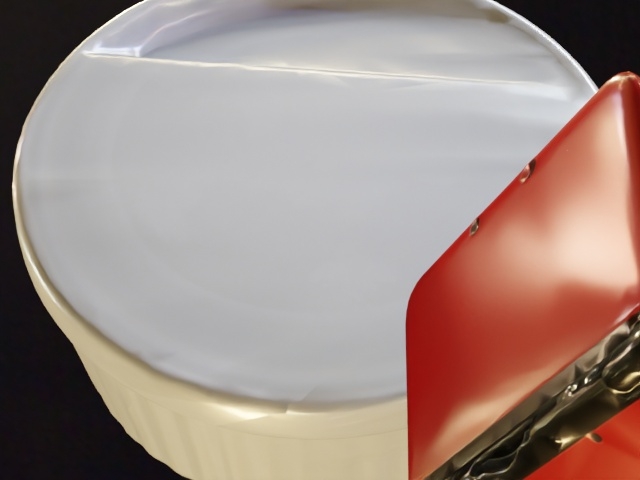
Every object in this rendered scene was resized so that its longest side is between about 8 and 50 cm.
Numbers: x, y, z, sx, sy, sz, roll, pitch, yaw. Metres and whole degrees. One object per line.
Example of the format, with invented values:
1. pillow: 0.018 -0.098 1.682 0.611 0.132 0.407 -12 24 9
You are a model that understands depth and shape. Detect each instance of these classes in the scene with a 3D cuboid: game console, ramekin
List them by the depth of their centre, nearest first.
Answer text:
1. game console: 0.085 0.047 0.400 0.124 0.144 0.085 38 -127 0
2. ramekin: 0.000 0.000 0.647 0.272 0.127 0.273 0 -131 0
